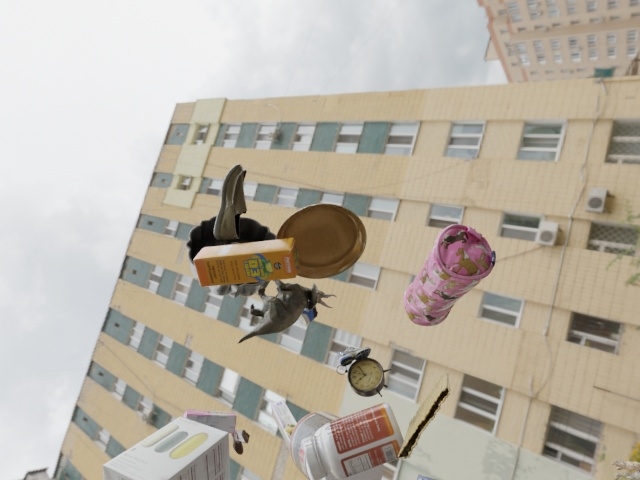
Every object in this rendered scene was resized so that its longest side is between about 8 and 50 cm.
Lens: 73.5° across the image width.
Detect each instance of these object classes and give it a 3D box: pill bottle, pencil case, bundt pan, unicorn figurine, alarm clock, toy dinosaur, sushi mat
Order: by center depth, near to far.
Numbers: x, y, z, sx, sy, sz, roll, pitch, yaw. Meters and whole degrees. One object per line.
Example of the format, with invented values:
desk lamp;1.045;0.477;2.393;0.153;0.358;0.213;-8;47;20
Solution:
sushi mat;0.223;0.350;0.890;0.151;0.019;0.316;-56;-20;-1
pill bottle;0.075;0.463;0.978;0.216;0.121;0.121;-18;-57;-2
unicorn figurine;0.784;0.565;1.020;0.162;0.111;0.060;25;-132;-24
pencil case;0.344;0.113;1.201;0.386;0.167;0.160;98;166;-60
toy dinosaur;-0.110;0.194;1.256;0.313;0.160;0.121;-36;-38;-34
pill bottle;0.040;0.651;1.309;0.210;0.363;0.210;4;-106;-15
bundt pan;-0.296;0.066;1.473;0.331;0.331;0.124;-33;-25;-43
alarm clock;0.146;0.482;1.525;0.129;0.192;0.064;-61;-29;-34

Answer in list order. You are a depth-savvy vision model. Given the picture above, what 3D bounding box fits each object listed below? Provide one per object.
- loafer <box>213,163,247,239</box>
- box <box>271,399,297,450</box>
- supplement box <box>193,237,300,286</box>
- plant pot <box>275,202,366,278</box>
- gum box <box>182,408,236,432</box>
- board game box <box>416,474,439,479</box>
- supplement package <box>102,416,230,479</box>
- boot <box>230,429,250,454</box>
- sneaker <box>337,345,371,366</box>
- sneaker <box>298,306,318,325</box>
loafer;-0.268;-0.117;1.368;0.094;0.087;0.251;-38;-38;-78
box;-0.132;0.782;1.787;0.063;0.324;0.067;-8;-77;-21
supplement box;-0.170;0.052;1.012;0.080;0.233;0.078;-84;-14;-70
plant pot;0.000;0.000;1.101;0.032;0.236;0.236;-104;-8;-52
gum box;-0.413;0.667;1.584;0.188;0.107;0.062;9;-105;-16
board game box;0.422;0.743;1.242;0.165;0.243;0.042;117;171;-64
supplement package;-0.407;0.653;1.167;0.263;0.199;0.198;-14;-75;-61
boot;-0.305;0.793;1.682;0.037;0.114;0.106;-23;-92;-45
sneaker;0.121;0.407;1.561;0.135;0.058;0.052;-10;-57;-25
sneaker;-0.069;0.238;1.615;0.085;0.058;0.152;-30;-98;-41
